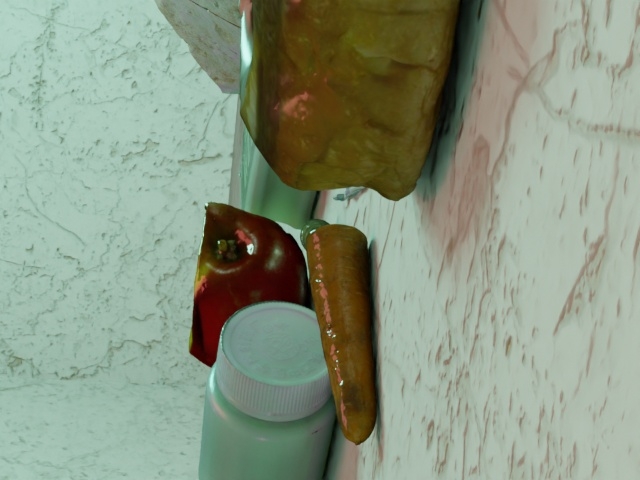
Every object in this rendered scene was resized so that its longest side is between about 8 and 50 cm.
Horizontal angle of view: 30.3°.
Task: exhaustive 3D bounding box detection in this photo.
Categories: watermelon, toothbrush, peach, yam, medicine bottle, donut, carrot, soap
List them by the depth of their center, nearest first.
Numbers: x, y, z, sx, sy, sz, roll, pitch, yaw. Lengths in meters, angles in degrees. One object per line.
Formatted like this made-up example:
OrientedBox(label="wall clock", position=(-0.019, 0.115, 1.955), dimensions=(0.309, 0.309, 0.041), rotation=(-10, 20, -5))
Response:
OrientedBox(label="donut", position=(0.013, -0.195, 0.862), dimensions=(0.330, 0.160, 0.330), rotation=(179, 90, -76))
OrientedBox(label="carrot", position=(0.024, 0.087, 1.055), dimensions=(0.061, 0.061, 0.210), rotation=(105, 163, -55))
OrientedBox(label="toothbrush", position=(0.032, -0.051, 1.203), dimensions=(0.131, 0.013, 0.011), rotation=(156, 113, -78))
OrientedBox(label="medicine bottle", position=(-0.054, 0.185, 1.243), dimensions=(0.139, 0.139, 0.225), rotation=(-95, 11, -49))
OrientedBox(label="yam", position=(0.000, 0.000, 1.292), dimensions=(0.094, 0.043, 0.043), rotation=(-137, 51, -79))
OrientedBox(label="soap", position=(-0.043, -0.148, 1.495), dimensions=(0.289, 0.095, 0.173), rotation=(107, 164, -60))
OrientedBox(label="peach", position=(-0.097, 0.096, 1.529), dimensions=(0.267, 0.158, 0.154), rotation=(105, 177, -47))
OrientedBox(label="watermelon", position=(-0.107, -0.406, 1.813), dimensions=(0.292, 0.319, 0.222), rotation=(0, 50, 46))
